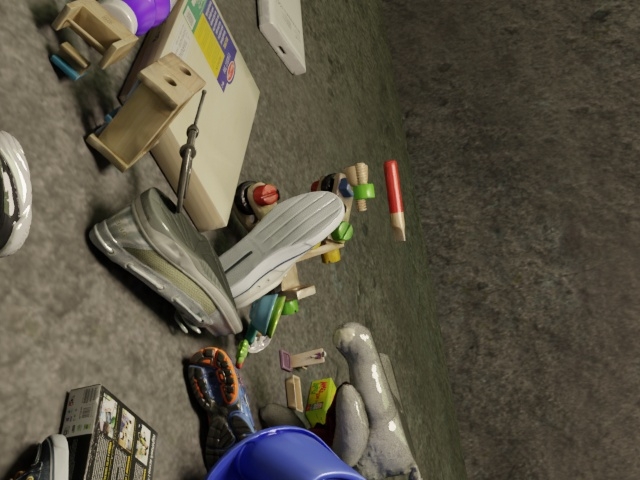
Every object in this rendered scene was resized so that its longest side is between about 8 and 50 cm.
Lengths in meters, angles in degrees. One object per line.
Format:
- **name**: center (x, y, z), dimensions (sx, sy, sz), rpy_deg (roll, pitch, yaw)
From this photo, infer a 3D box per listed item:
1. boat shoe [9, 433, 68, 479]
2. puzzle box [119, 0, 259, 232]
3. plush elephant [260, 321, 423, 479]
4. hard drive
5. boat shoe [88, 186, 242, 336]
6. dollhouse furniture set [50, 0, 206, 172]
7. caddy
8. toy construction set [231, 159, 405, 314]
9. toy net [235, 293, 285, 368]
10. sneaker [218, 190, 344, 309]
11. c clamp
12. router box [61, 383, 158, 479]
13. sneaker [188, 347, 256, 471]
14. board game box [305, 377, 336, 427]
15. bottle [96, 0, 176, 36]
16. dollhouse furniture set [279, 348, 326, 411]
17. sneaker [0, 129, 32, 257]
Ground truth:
- **boat shoe**: center (-0.284, 0.246, 0.863), dimensions (0.183, 0.083, 0.065), rpy_deg (-126, -139, -63)
- **puzzle box**: center (-0.202, -0.243, 1.508), dimensions (0.409, 0.052, 0.272), rpy_deg (-83, 153, -50)
- **plush elephant**: center (0.016, 0.334, 1.467), dimensions (0.272, 0.255, 0.330), rpy_deg (51, 21, -72)
- **hard drive**: center (-0.095, -0.567, 2.106), dimensions (0.203, 0.040, 0.307), rpy_deg (46, 34, -58)
- **boat shoe**: center (-0.199, 0.047, 1.249), dimensions (0.320, 0.103, 0.118), rpy_deg (59, 7, -57)
- **dollhouse furniture set**: center (-0.274, -0.214, 1.205), dimensions (0.183, 0.129, 0.129), rpy_deg (42, 24, -7)
- **caddy**: center (-0.027, 0.408, 1.237), dimensions (0.241, 0.179, 0.341), rpy_deg (-50, 125, -16)
- **toy construction set**: center (0.000, 0.000, 1.582), dimensions (0.257, 0.309, 0.237), rpy_deg (-9, 90, -65)
- **toy net**: center (-0.096, 0.152, 1.427), dimensions (0.232, 0.045, 0.122), rpy_deg (106, 1, -77)
- **sneaker**: center (-0.071, 0.015, 1.454), dimensions (0.094, 0.258, 0.091), rpy_deg (52, -9, 28)
- **c clamp**: center (-0.177, -0.113, 1.196), dimensions (0.161, 0.022, 0.137), rpy_deg (-98, -158, -63)
- **router box**: center (-0.240, 0.270, 1.004), dimensions (0.133, 0.046, 0.179), rpy_deg (58, 25, -46)
- **sneaker**: center (-0.128, 0.259, 1.315), dimensions (0.087, 0.083, 0.221), rpy_deg (-12, 92, -81)
- **board game box**: center (0.028, 0.369, 1.769), dimensions (0.092, 0.043, 0.181), rpy_deg (-76, 148, -56)
- **bottle**: center (-0.269, -0.371, 1.327), dimensions (0.283, 0.092, 0.118), rpy_deg (-80, 150, -52)
- **dollhouse furniture set**: center (-0.016, 0.256, 1.655), dimensions (0.091, 0.081, 0.114), rpy_deg (40, 39, -62)
- **sneaker**: center (-0.366, -0.102, 0.818), dimensions (0.268, 0.101, 0.153), rpy_deg (70, 18, -1)
